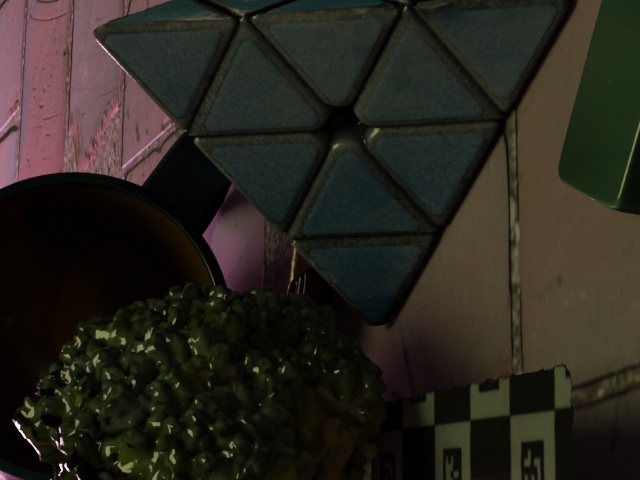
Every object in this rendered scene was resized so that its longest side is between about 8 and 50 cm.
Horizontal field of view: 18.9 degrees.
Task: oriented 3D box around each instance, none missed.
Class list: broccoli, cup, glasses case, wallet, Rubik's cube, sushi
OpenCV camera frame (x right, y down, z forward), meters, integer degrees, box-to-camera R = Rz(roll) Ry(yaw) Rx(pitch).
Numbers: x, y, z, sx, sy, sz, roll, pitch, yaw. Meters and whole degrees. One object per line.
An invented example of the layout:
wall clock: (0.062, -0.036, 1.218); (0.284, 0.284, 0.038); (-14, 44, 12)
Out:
broccoli: (-0.063, 0.154, 1.249); (0.248, 0.288, 0.245); (-1, 112, 30)
cup: (-0.206, 0.063, 1.607); (0.292, 0.242, 0.307); (124, 152, -75)
glasses case: (0.187, -0.110, 1.081); (0.078, 0.039, 0.184); (-141, 62, -62)
wallet: (0.000, 0.000, 1.445); (0.095, 0.026, 0.176); (19, -101, -75)
Rubik's cube: (0.025, -0.117, 1.331); (0.233, 0.229, 0.228); (-46, 70, -5)
sushi: (0.109, 0.263, 1.114); (0.343, 0.064, 0.359); (153, 118, -72)
